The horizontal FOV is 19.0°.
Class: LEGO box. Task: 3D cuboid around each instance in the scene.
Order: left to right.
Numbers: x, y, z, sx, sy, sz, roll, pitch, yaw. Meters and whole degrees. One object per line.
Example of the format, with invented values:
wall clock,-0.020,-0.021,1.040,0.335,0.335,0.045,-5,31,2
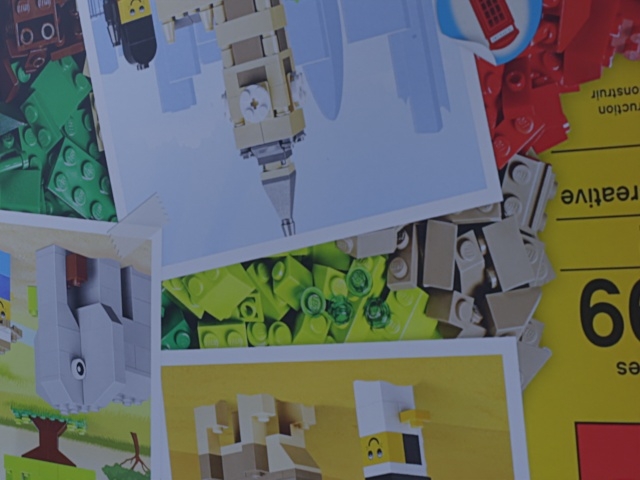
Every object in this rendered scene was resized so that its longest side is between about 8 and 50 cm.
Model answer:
LEGO box,0.000,0.000,0.782,0.500,0.372,0.193,-3,3,37
